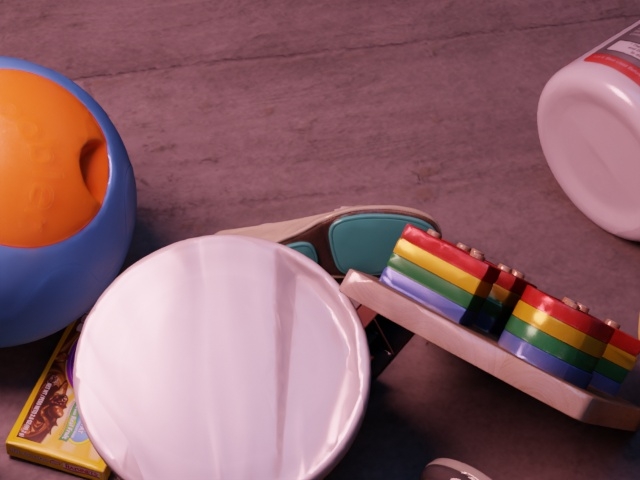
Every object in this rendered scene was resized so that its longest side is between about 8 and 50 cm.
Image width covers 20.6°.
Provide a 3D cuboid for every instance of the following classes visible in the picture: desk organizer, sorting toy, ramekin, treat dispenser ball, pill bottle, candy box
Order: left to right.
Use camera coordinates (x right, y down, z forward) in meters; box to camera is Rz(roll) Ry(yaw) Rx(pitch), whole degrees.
[{"bbox_3d":[-0.326,-0.038,1.731,0.288,0.288,0.288,0,49,0],"label":"treat dispenser ball"},{"bbox_3d":[-0.223,0.140,1.749,0.105,0.027,0.206,16,51,8],"label":"candy box"},{"bbox_3d":[-0.086,0.140,1.647,0.272,0.127,0.273,-1,66,3],"label":"ramekin"},{"bbox_3d":[0.044,0.105,1.769,0.050,0.047,0.130,30,55,20],"label":"desk organizer"},{"bbox_3d":[0.183,0.078,1.655,0.255,0.257,0.089,28,93,22],"label":"sorting toy"},{"bbox_3d":[0.429,-0.169,1.902,0.363,0.210,0.210,-32,56,-25],"label":"pill bottle"}]

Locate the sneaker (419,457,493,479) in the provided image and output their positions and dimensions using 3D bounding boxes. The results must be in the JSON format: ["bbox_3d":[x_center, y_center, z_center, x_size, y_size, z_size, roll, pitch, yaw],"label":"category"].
[{"bbox_3d":[0.139,0.296,1.578,0.118,0.083,0.222,-31,57,-24],"label":"sneaker"}]

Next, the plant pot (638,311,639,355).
[{"bbox_3d":[0.473,0.092,1.671,0.239,0.254,0.254,-15,49,-34],"label":"plant pot"}]

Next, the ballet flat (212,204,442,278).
[{"bbox_3d":[0.000,0.000,1.844,0.248,0.086,0.086,-10,50,-8],"label":"ballet flat"}]
